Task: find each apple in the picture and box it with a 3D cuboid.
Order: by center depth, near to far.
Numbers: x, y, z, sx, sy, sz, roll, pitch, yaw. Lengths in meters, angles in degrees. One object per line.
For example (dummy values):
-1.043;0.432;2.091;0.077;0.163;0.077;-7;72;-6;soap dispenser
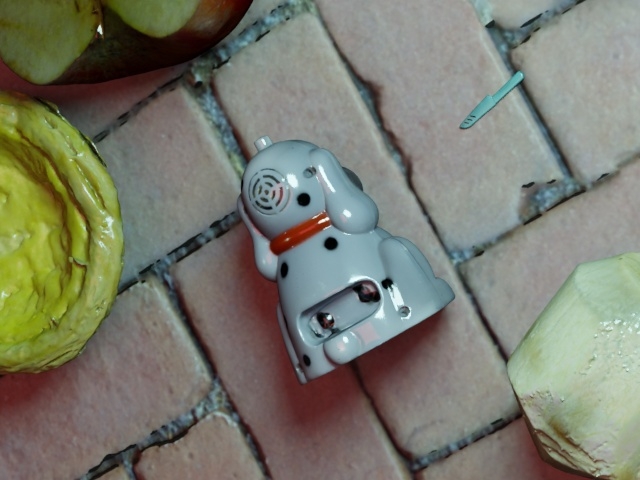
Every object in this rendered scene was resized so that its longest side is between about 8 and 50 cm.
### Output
-0.231;-0.350;1.852;0.329;0.295;0.364;-20;84;-2;apple

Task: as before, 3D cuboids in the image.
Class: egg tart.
-0.357;-0.015;2.031;0.345;0.132;0.345;3;98;25;egg tart

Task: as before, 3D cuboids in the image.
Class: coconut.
0.296;0.140;1.693;0.241;0.241;0.241;3;98;25;coconut

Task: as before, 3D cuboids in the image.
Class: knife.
0.179;-0.147;1.826;0.091;0.005;0.014;-43;78;24;knife

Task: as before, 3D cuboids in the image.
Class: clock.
0.002;0.002;1.836;0.189;0.189;0.254;-31;83;25;clock
